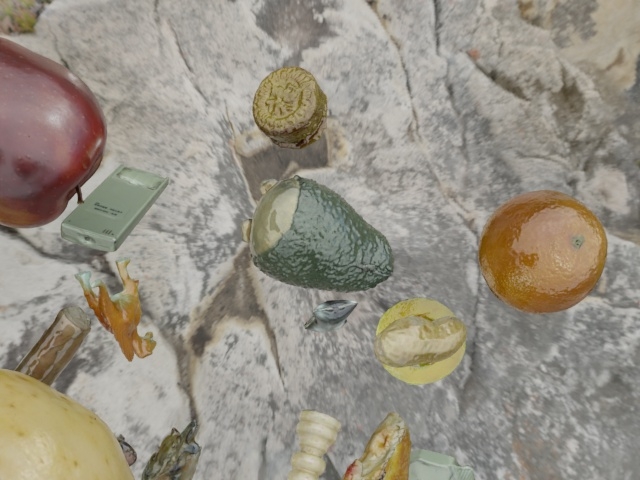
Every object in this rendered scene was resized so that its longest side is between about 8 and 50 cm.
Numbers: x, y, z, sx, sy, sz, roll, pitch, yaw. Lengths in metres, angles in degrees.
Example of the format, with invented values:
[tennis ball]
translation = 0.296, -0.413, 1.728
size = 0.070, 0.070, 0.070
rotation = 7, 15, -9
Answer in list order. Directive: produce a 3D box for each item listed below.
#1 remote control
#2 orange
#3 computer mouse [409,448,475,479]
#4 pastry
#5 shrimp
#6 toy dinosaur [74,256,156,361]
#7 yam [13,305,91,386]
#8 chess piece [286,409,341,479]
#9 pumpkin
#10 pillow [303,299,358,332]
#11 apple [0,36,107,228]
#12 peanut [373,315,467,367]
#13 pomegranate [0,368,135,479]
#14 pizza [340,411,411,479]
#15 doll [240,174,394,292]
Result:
[remote control]
translation = -0.421, -0.075, 1.517
size = 0.124, 0.285, 0.038
rotation = 15, 124, 3
[orange]
translation = 0.342, 0.017, 1.124
size = 0.206, 0.206, 0.206
rotation = 0, 90, -1
[computer mouse]
translation = 0.301, 0.685, 1.878
size = 0.228, 0.429, 0.145
rotation = -8, 48, 21
[pastry]
translation = -0.073, -0.318, 1.751
size = 0.189, 0.103, 0.188
rotation = -7, 72, 23
[shrimp]
translation = -0.244, 0.309, 0.977
size = 0.145, 0.059, 0.254
rotation = 13, 126, -13
[toy dinosaur]
translation = -0.257, 0.100, 0.908
size = 0.057, 0.212, 0.142
rotation = -12, 97, 4
[yam]
translation = -0.371, 0.184, 0.906
size = 0.057, 0.057, 0.241
rotation = 37, 95, -1
[chess piece]
translation = -0.024, 0.441, 1.487
size = 0.094, 0.094, 0.170
rotation = 21, 63, -1
[pumpkin]
translation = 0.239, 0.239, 1.804
size = 0.218, 0.110, 0.217
rotation = 0, 98, 0
[pillow]
translation = 0.020, 0.154, 1.473
size = 0.091, 0.135, 0.055
rotation = 16, 68, -6
[apple]
translation = -0.504, -0.176, 1.199
size = 0.317, 0.288, 0.288
rotation = 34, 89, -6
[peanut]
translation = 0.164, 0.157, 1.165
size = 0.175, 0.080, 0.080
rotation = -6, 90, -27
[pomegranate]
translation = -0.296, 0.289, 0.591
size = 0.410, 0.410, 0.409
rotation = 0, 90, -1
[pizza]
translation = 0.056, 0.411, 1.103
size = 0.071, 0.297, 0.189
rotation = 13, 129, 26
[doll]
translation = 0.000, 0.000, 1.631
size = 0.350, 0.247, 0.247
rotation = 23, 89, -25
